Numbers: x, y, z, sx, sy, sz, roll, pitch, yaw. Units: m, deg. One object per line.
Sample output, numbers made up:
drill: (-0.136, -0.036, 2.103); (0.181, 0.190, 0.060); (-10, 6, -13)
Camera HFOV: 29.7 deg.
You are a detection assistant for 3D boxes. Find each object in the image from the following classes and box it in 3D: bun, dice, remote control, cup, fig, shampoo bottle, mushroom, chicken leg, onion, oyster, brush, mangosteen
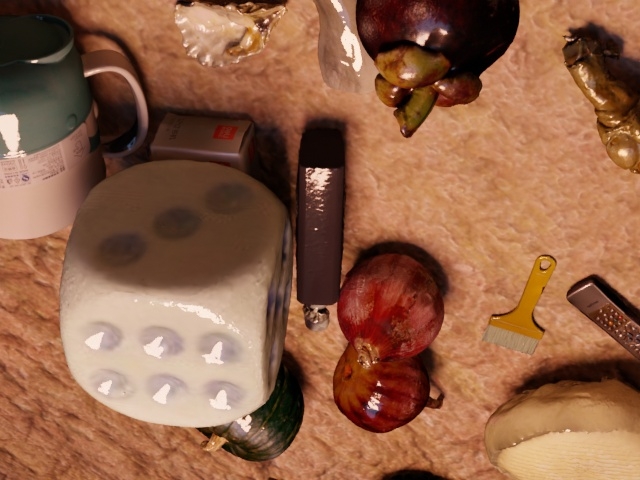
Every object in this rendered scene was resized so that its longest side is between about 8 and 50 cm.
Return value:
bun: (0.399, 0.289, 1.832); (0.287, 0.146, 0.287); (8, 149, 5)
dice: (-0.184, 0.070, 1.604); (0.268, 0.262, 0.264); (7, 134, 5)
remote control: (0.442, 0.125, 1.740); (0.212, 0.028, 0.059); (38, 129, -19)
cup: (-0.377, -0.163, 1.614); (0.289, 0.219, 0.257); (-11, 134, -10)
fig: (0.103, 0.234, 1.863); (0.202, 0.149, 0.148); (52, 172, -13)
shampoo bottle: (0.000, 0.001, 1.682); (0.071, 0.098, 0.309); (-1, 127, -2)
mushroom: (0.019, -0.278, 1.448); (0.092, 0.081, 0.223); (13, 142, 39)
chicken leg: (0.365, -0.153, 1.445); (0.227, 0.103, 0.088); (44, 146, -19)
onion: (0.092, 0.112, 1.723); (0.159, 0.195, 0.159); (11, 126, 15)
oyster: (-0.126, -0.271, 1.527); (0.121, 0.045, 0.146); (28, 142, -14)
brush: (0.302, 0.093, 1.766); (0.083, 0.011, 0.205); (18, 135, 3)
mangosteen: (0.127, -0.230, 1.356); (0.194, 0.230, 0.194); (7, 170, 1)

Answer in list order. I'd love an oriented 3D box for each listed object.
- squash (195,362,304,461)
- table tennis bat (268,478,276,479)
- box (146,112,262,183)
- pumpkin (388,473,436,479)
squash: (-0.126, 0.263, 1.953); (0.218, 0.172, 0.218); (7, 147, 5)
table tennis bat: (0.032, 0.487, 2.229); (0.274, 0.021, 0.154); (14, 135, 2)
box: (-0.154, -0.055, 1.722); (0.135, 0.079, 0.269); (6, 134, 11)
pumpkin: (0.160, 0.499, 2.101); (0.194, 0.150, 0.194); (2, 129, 2)
